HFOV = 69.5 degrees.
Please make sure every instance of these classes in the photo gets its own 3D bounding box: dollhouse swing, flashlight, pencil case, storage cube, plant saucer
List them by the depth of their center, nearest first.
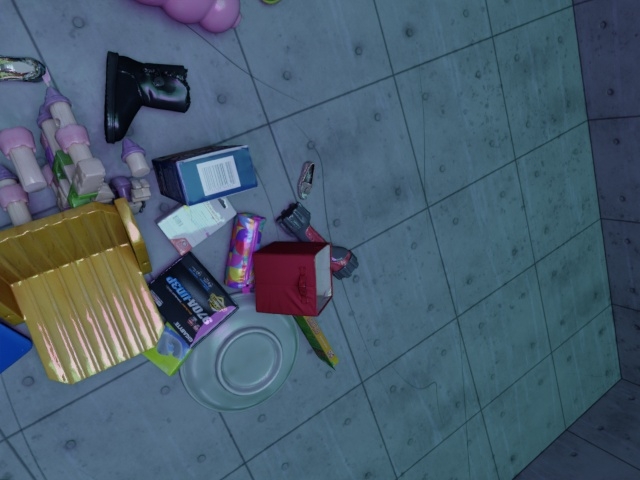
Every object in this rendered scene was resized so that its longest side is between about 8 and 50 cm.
[{"bbox_3d":[-0.566,0.139,1.098,0.346,0.315,0.305,-22,74,-22],"label":"dollhouse swing"},{"bbox_3d":[-0.078,0.107,1.384,0.193,0.215,0.184,1,102,16],"label":"storage cube"},{"bbox_3d":[-0.225,0.035,1.387,0.104,0.104,0.237,5,95,-29],"label":"pencil case"},{"bbox_3d":[-0.232,0.364,1.441,0.400,0.100,0.401,-5,101,-27],"label":"plant saucer"},{"bbox_3d":[0.000,0.000,1.504,0.304,0.103,0.103,48,50,-25],"label":"flashlight"}]

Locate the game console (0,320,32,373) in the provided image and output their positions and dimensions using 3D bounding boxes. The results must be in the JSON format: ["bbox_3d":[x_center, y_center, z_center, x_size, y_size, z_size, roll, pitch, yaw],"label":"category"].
[{"bbox_3d":[-0.912,0.250,1.095,0.293,0.173,0.250,-41,146,-16],"label":"game console"}]

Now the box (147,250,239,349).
[{"bbox_3d":[-0.366,0.167,1.309,0.175,0.051,0.220,-41,87,-16],"label":"box"}]

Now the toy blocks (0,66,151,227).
[{"bbox_3d":[-0.581,-0.198,1.069,0.308,0.288,0.260,-20,77,-41],"label":"toy blocks"}]

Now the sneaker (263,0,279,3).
[{"bbox_3d":[-0.180,-0.801,1.250,0.109,0.123,0.296,-45,115,-14],"label":"sneaker"}]

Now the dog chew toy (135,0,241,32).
[{"bbox_3d":[-0.345,-0.648,1.154,0.331,0.206,0.207,23,88,-37],"label":"dog chew toy"}]

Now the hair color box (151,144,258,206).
[{"bbox_3d":[-0.304,-0.173,1.164,0.173,0.347,0.105,-19,108,-25],"label":"hair color box"}]

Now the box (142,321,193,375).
[{"bbox_3d":[-0.413,0.286,1.335,0.109,0.042,0.178,36,80,6],"label":"box"}]

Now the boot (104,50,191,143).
[{"bbox_3d":[-0.439,-0.355,1.181,0.207,0.094,0.247,3,74,-27],"label":"boot"}]

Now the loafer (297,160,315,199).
[{"bbox_3d":[-0.043,-0.192,1.479,0.045,0.039,0.125,8,95,-30],"label":"loafer"}]

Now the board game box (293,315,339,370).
[{"bbox_3d":[-0.023,0.312,1.529,0.039,0.124,0.260,-34,113,-20],"label":"board game box"}]

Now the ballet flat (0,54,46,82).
[{"bbox_3d":[-0.735,-0.397,1.056,0.188,0.070,0.070,-12,104,-26],"label":"ballet flat"}]

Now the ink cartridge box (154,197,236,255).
[{"bbox_3d":[-0.354,-0.065,1.318,0.198,0.067,0.115,-38,115,-16],"label":"ink cartridge box"}]
